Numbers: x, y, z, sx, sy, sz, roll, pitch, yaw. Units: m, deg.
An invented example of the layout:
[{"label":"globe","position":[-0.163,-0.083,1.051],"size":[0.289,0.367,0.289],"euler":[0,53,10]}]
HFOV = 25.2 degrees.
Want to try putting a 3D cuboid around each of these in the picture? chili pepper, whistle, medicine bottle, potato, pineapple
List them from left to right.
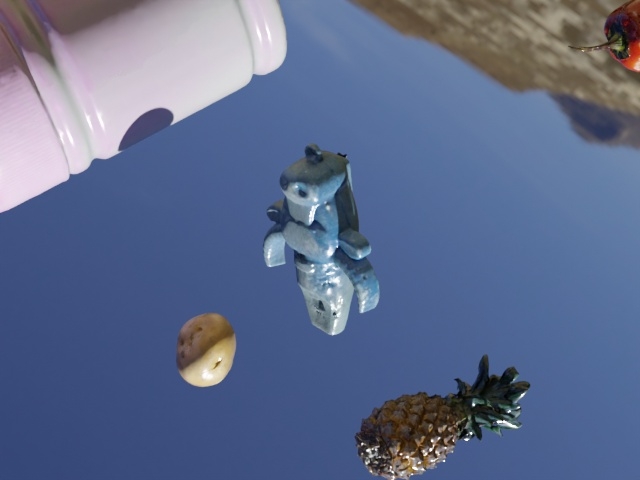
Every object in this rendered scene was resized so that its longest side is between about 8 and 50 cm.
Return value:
[{"label":"medicine bottle","position":[-0.212,-0.184,1.351],"size":[0.202,0.316,0.202],"euler":[54,163,25]},{"label":"potato","position":[-0.104,0.103,1.334],"size":[0.062,0.068,0.083],"euler":[29,174,22]},{"label":"whistle","position":[0.000,0.000,1.757],"size":[0.180,0.269,0.093],"euler":[24,-140,39]},{"label":"pineapple","position":[0.124,0.189,1.499],"size":[0.221,0.103,0.083],"euler":[-17,-123,-39]},{"label":"chili pepper","position":[0.382,-0.246,1.708],"size":[0.084,0.192,0.086],"euler":[110,144,-66]}]
